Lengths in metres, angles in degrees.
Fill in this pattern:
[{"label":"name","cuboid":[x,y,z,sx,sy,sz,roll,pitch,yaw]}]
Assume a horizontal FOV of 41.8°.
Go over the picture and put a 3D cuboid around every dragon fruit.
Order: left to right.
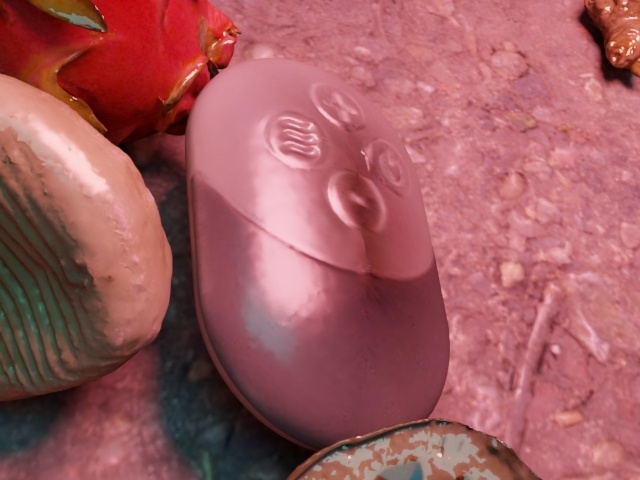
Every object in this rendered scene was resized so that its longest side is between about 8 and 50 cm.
[{"label":"dragon fruit","cuboid":[-0.189,-0.167,0.652,0.227,0.224,0.224,29,55,0]}]

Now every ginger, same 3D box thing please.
[{"label":"ginger","cuboid":[0.368,-0.272,0.968,0.213,0.074,0.137,-36,75,-26]}]

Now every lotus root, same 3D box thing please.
[{"label":"lotus root","cuboid":[0.061,0.214,0.552,0.204,0.078,0.183,-11,78,-8]}]

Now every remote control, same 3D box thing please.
[{"label":"remote control","cuboid":[0.000,0.000,0.645,0.221,0.103,0.332,11,58,-33]}]

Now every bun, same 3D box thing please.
[{"label":"bun","cuboid":[-0.201,-0.006,0.555,0.231,0.231,0.133,27,29,0]}]
